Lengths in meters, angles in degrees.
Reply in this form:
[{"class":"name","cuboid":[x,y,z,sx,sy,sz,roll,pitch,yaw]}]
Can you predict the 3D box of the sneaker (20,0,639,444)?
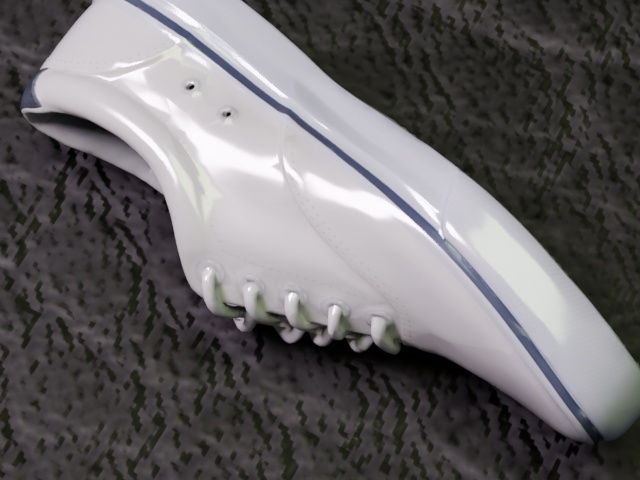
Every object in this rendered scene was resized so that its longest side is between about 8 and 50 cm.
[{"class":"sneaker","cuboid":[0.000,0.000,0.715,0.258,0.094,0.091,39,84,23]}]
